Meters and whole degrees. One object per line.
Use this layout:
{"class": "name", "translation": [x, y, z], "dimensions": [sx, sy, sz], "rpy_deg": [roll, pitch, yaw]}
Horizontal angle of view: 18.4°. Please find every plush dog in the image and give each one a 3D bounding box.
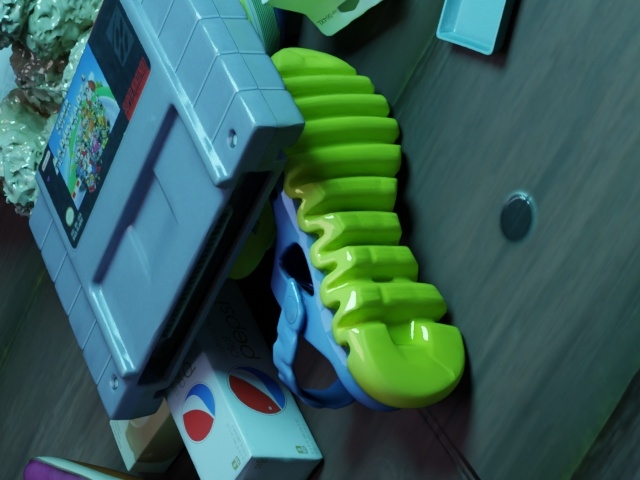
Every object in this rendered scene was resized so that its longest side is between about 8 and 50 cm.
{"class": "plush dog", "translation": [-0.180, -0.145, 1.745], "dimensions": [0.225, 0.210, 0.262], "rpy_deg": [25, 134, 37]}

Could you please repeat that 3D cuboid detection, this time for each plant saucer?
{"class": "plant saucer", "translation": [0.133, -0.233, 1.442], "dimensions": [0.067, 0.018, 0.192], "rpy_deg": [27, 107, 51]}

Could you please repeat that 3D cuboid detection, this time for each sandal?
{"class": "sandal", "translation": [0.000, 0.000, 1.503], "dimensions": [0.138, 0.126, 0.317], "rpy_deg": [-42, 52, 47]}

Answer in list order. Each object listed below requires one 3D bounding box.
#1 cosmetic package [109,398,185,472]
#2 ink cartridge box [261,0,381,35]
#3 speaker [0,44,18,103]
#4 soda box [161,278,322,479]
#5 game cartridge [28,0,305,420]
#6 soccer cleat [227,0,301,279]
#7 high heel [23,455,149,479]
{"class": "cosmetic package", "translation": [-0.134, 0.144, 1.719], "dimensions": [0.115, 0.041, 0.060], "rpy_deg": [-55, 45, 32]}
{"class": "ink cartridge box", "translation": [0.007, -0.242, 1.548], "dimensions": [0.092, 0.090, 0.143], "rpy_deg": [-32, 60, 46]}
{"class": "speaker", "translation": [-0.280, -0.204, 1.892], "dimensions": [0.131, 0.131, 0.296], "rpy_deg": [38, 115, 48]}
{"class": "soda box", "translation": [-0.081, 0.118, 1.625], "dimensions": [0.069, 0.074, 0.216], "rpy_deg": [-56, 45, 31]}
{"class": "game cartridge", "translation": [-0.137, -0.052, 1.563], "dimensions": [0.230, 0.068, 0.355], "rpy_deg": [59, 140, 29]}
{"class": "soccer cleat", "translation": [-0.084, -0.114, 1.624], "dimensions": [0.093, 0.121, 0.289], "rpy_deg": [-1, 85, 52]}
{"class": "high heel", "translation": [-0.151, 0.300, 1.638], "dimensions": [0.377, 0.127, 0.181], "rpy_deg": [18, 88, 49]}
